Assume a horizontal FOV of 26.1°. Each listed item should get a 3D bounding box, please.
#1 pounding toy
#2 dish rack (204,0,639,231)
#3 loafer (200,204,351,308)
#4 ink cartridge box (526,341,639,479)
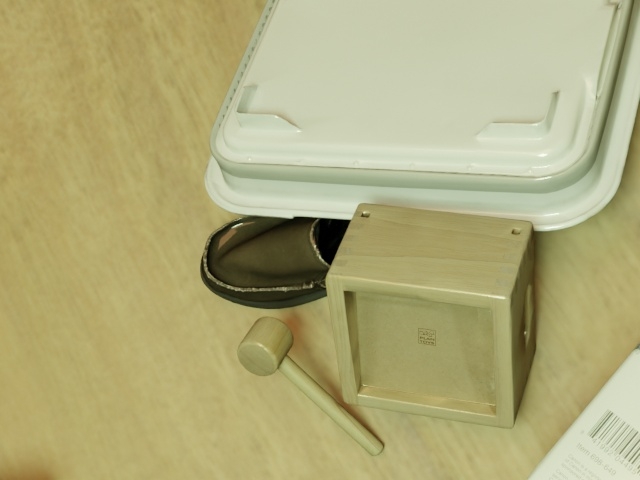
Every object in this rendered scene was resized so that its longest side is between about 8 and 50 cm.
[{"bbox_3d":[0.049,0.066,1.006,0.206,0.181,0.094,7,42,18],"label":"pounding toy"},{"bbox_3d":[0.080,-0.143,1.072,0.332,0.072,0.286,4,53,23],"label":"dish rack"},{"bbox_3d":[0.000,0.000,1.078,0.220,0.078,0.080,-7,66,20],"label":"loafer"},{"bbox_3d":[0.268,0.131,0.903,0.158,0.092,0.218,39,87,31],"label":"ink cartridge box"}]
